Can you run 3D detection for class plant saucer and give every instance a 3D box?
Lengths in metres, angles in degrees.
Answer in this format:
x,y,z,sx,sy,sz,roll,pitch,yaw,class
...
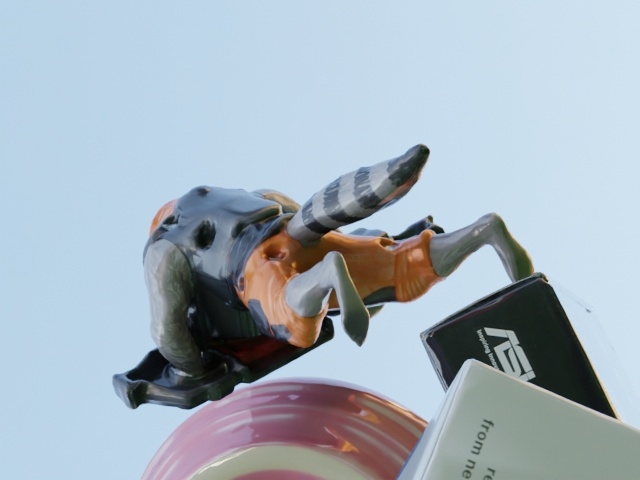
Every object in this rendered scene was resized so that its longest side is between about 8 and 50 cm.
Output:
x,y,z,sx,sy,sz,roll,pitch,yaw,class
-0.016,0.279,1.437,0.084,0.332,0.332,-16,-67,-72,plant saucer

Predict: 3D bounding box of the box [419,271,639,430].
x,y,z,sx,sy,sz,roll,pitch,yaw,class
0.208,0.223,1.139,0.395,0.097,0.318,65,-171,12,box

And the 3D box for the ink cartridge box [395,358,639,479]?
x,y,z,sx,sy,sz,roll,pitch,yaw,class
0.162,0.185,0.701,0.223,0.307,0.129,103,-170,-70,ink cartridge box

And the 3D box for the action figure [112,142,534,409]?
x,y,z,sx,sy,sz,roll,pitch,yaw,class
0.000,0.000,1.379,0.341,0.330,0.178,-30,-68,-40,action figure
